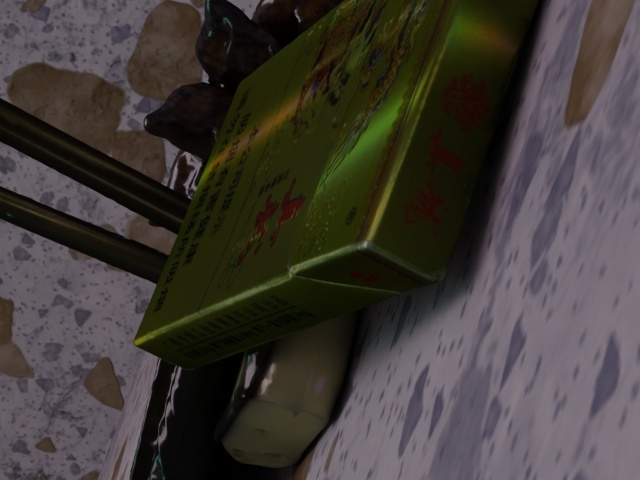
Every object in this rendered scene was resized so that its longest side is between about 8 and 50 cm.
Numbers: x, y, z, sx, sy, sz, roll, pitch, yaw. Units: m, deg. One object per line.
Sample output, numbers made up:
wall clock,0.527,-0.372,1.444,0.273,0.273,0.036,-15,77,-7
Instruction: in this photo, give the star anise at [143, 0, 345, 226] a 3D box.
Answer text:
star anise,-0.038,-0.099,1.364,0.223,0.109,0.236,-49,-23,-38

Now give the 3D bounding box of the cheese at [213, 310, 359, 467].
cheese,0.000,0.000,1.021,0.127,0.054,0.251,121,167,-62

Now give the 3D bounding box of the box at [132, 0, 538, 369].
box,0.000,-0.038,0.878,0.311,0.043,0.173,-24,42,65

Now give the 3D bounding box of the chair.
chair,-0.251,0.067,1.160,0.364,0.410,0.361,93,-168,-75
